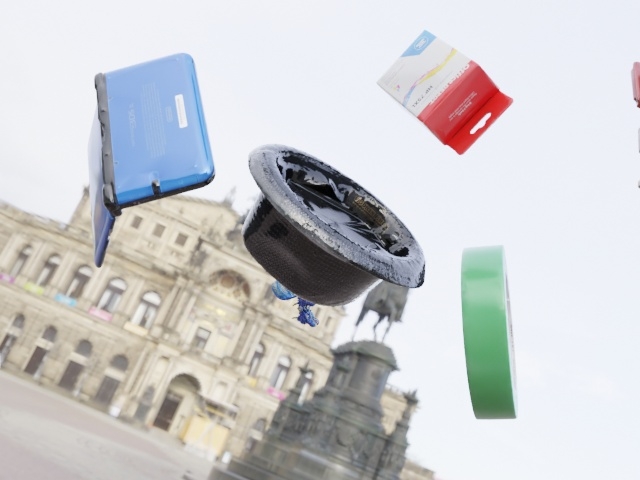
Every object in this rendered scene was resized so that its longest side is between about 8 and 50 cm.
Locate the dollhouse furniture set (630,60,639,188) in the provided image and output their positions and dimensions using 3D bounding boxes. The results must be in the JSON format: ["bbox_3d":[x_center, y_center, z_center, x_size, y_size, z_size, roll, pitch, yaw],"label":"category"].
[{"bbox_3d":[0.609,-0.190,1.093,0.152,0.374,0.201,17,-33,-7],"label":"dollhouse furniture set"}]

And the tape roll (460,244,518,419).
[{"bbox_3d":[0.318,0.170,1.335,0.077,0.321,0.321,-6,-27,16],"label":"tape roll"}]

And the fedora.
[{"bbox_3d":[0.000,0.000,1.112,0.334,0.152,0.334,32,22,-15],"label":"fedora"}]

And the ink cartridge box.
[{"bbox_3d":[0.212,-0.260,1.243,0.078,0.134,0.231,35,12,-39],"label":"ink cartridge box"}]

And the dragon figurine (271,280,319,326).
[{"bbox_3d":[-0.059,0.093,1.674,0.144,0.085,0.289,1,31,-41],"label":"dragon figurine"}]

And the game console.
[{"bbox_3d":[-0.298,-0.137,1.204,0.250,0.293,0.173,-15,-32,-1],"label":"game console"}]
